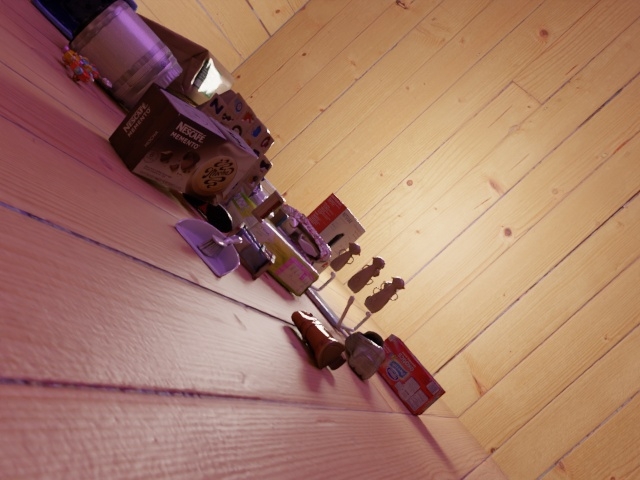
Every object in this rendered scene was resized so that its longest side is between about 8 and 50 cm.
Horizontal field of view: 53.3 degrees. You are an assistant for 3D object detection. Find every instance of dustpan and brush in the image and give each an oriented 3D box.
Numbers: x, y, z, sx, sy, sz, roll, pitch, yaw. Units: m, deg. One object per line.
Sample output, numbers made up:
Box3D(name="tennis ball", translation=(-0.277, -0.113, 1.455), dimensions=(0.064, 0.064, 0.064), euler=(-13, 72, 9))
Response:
Box3D(name="dustpan and brush", translation=(-0.214, 0.008, 1.367), dimensions=(0.147, 0.060, 0.211), euler=(48, 3, 7))

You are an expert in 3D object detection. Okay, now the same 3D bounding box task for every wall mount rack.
Box3D(name="wall mount rack", translation=(0.039, 0.182, 2.130), dimensions=(0.350, 0.130, 0.304), euler=(48, 3, 23))

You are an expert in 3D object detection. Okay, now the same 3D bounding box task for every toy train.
Box3D(name="toy train", translation=(-0.605, -0.427, 1.624), dimensions=(0.125, 0.046, 0.166), euler=(49, 6, 3))

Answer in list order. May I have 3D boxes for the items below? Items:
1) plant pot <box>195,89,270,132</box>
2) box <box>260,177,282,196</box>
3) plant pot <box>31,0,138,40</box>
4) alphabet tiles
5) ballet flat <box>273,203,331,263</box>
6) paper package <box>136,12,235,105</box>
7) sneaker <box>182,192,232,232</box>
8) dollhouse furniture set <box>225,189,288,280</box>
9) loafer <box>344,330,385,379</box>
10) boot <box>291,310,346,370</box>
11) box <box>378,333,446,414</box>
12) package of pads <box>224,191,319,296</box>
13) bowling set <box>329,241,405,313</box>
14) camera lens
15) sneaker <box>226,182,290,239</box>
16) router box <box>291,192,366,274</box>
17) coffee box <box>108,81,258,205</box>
Box3D(name="plant pot", translation=(-0.329, -0.328, 2.075), dimensions=(0.323, 0.280, 0.323), euler=(47, 2, -2))
Box3D(name="box", translation=(-0.258, -0.191, 2.702), dimensions=(0.126, 0.137, 0.072), euler=(45, 3, -40))
Box3D(name="plant pot", translation=(-0.764, -0.767, 2.079), dimensions=(0.236, 0.236, 0.212), euler=(46, -3, -24))
Box3D(name="alphabet tiles", translation=(-0.277, -0.269, 1.939), dimensions=(0.011, 0.285, 0.342), euler=(24, -18, 39))
Box3D(name="ballet flat", translation=(-0.061, -0.022, 1.975), dimensions=(0.241, 0.091, 0.077), euler=(43, 24, 5))
Box3D(name="paper package", translation=(-0.487, -0.587, 2.163), dimensions=(0.309, 0.168, 0.325), euler=(28, 2, 8))
Box3D(name="sneaker", translation=(-0.286, -0.089, 1.652), dimensions=(0.161, 0.057, 0.075), euler=(44, 9, -11))
Box3D(name="dollhouse furniture set", translation=(-0.137, -0.016, 1.600), dimensions=(0.129, 0.183, 0.129), euler=(48, 3, -7))
Box3D(name="loafer", translation=(0.142, 0.324, 1.902), dimensions=(0.112, 0.111, 0.319), euler=(48, 3, -6))
Box3D(name="boot", translation=(-0.014, 0.218, 1.455), dimensions=(0.152, 0.073, 0.197), euler=(50, -9, 21))
Box3D(name="box", translation=(0.293, 0.459, 2.188), dimensions=(0.257, 0.128, 0.122), euler=(49, 3, 25))
Box3D(name="package of pads", translation=(-0.148, 0.016, 1.889), dimensions=(0.296, 0.101, 0.229), euler=(46, 2, -34))
Box3D(name="bowling set", translation=(0.182, 0.144, 2.226), dimensions=(0.287, 0.154, 0.200), euler=(48, 0, 32))
Box3D(name="camera lens", translation=(-0.570, -0.538, 1.861), dimensions=(0.274, 0.219, 0.219), euler=(47, 3, -22))
Box3D(name="sneaker", translation=(-0.202, -0.083, 2.164), dimensions=(0.210, 0.137, 0.366), euler=(48, 7, -28))
Box3D(name="router box", translation=(0.000, 0.000, 2.318), dimensions=(0.082, 0.301, 0.335), euler=(48, 3, 20))
Box3D(name="coffee box", translation=(-0.304, -0.209, 1.455), dimensions=(0.119, 0.168, 0.297), euler=(49, 12, 28))
